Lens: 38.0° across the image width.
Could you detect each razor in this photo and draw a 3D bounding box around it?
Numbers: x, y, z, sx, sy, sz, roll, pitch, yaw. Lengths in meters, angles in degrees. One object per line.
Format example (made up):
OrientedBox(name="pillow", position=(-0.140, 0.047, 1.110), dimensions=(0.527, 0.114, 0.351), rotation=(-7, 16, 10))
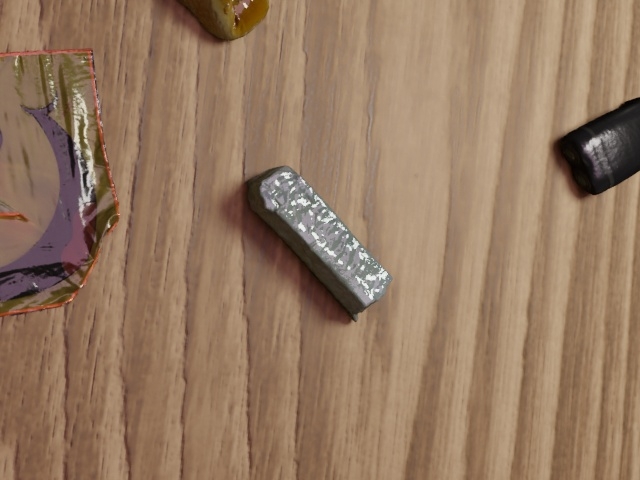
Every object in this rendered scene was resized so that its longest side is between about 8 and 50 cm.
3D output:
OrientedBox(name="razor", position=(0.389, -0.126, 1.214), dimensions=(0.148, 0.054, 0.090), rotation=(-29, 100, -19))

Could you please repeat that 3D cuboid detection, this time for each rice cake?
OrientedBox(name="rice cake", position=(-0.001, 0.000, 1.053), dimensions=(0.206, 0.069, 0.063), rotation=(47, 72, -10))

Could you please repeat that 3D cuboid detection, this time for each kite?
OrientedBox(name="kite", position=(-0.365, -0.067, 0.953), dimensions=(0.328, 0.013, 0.377), rotation=(33, 77, -14))

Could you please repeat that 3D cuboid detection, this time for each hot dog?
OrientedBox(name="hot dog", position=(-0.152, -0.327, 1.018), dimensions=(0.242, 0.073, 0.084), rotation=(45, 68, -12))
